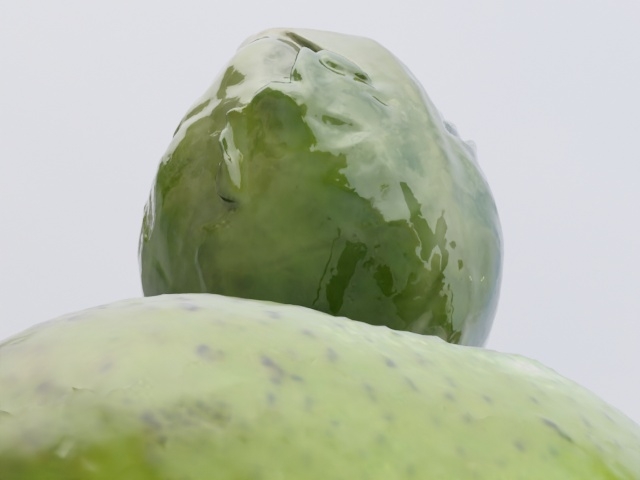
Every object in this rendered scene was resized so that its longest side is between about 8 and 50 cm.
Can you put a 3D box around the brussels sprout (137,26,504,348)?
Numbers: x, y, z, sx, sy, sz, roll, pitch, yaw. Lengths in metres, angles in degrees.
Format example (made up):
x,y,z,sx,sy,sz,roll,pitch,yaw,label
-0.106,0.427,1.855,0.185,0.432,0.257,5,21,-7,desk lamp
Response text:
x,y,z,sx,sy,sz,roll,pitch,yaw,label
0.000,0.000,1.169,0.244,0.244,0.244,24,-24,11,brussels sprout

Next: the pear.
x,y,z,sx,sy,sz,roll,pitch,yaw,label
-0.032,0.115,0.619,0.292,0.159,0.292,-3,-34,-2,pear
